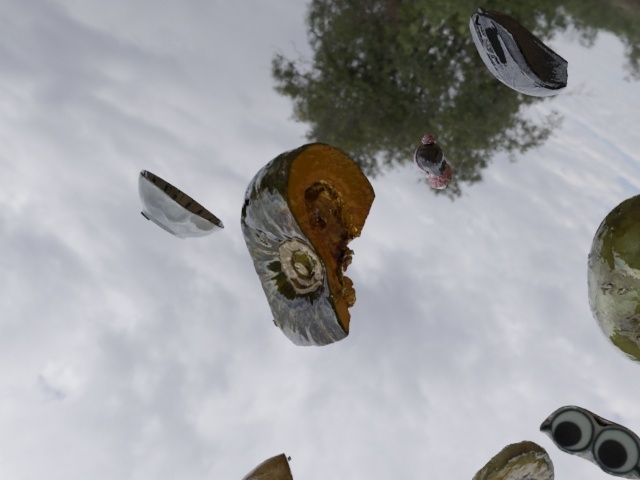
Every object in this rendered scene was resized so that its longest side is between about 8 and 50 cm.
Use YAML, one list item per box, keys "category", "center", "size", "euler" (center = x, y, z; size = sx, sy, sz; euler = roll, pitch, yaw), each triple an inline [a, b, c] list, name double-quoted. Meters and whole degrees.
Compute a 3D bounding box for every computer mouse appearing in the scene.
- category: "computer mouse"
  center: [0.261, -0.244, 0.924]
  size: [0.172, 0.057, 0.099]
  euler: [35, -179, -20]

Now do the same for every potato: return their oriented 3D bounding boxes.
- category: "potato"
  center: [0.530, 0.070, 1.100]
  size: [0.173, 0.307, 0.210]
  euler: [8, -145, 43]

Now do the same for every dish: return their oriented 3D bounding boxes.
- category: "dish"
  center: [-0.266, -0.051, 1.239]
  size: [0.191, 0.066, 0.190]
  euler: [36, -177, -2]

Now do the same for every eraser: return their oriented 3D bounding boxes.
- category: "eraser"
  center: [0.500, 0.361, 1.209]
  size: [0.171, 0.087, 0.290]
  euler: [24, 175, 32]

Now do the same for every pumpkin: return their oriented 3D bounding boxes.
- category: "pumpkin"
  center: [-0.001, 0.000, 1.024]
  size: [0.190, 0.139, 0.280]
  euler: [-20, -92, -47]

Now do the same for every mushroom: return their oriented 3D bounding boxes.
- category: "mushroom"
  center: [-0.113, 0.524, 1.324]
  size: [0.151, 0.285, 0.156]
  euler: [-14, -135, -14]

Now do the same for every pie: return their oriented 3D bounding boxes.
- category: "pie"
  center: [0.424, 0.574, 1.534]
  size: [0.274, 0.274, 0.055]
  euler: [8, -166, -33]

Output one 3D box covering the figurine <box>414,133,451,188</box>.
- category: "figurine"
  center: [0.234, -0.154, 1.379]
  size: [0.054, 0.072, 0.129]
  euler: [18, 165, 40]
